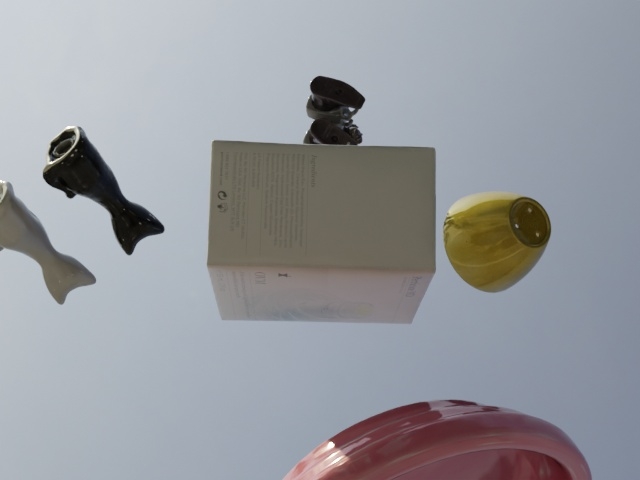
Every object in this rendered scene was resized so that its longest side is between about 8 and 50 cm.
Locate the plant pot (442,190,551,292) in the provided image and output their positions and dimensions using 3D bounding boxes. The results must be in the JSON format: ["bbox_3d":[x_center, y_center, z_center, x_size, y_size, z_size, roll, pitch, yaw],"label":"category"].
[{"bbox_3d":[0.238,-0.009,1.339,0.134,0.134,0.095,57,-32,-2],"label":"plant pot"}]

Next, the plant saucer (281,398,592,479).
[{"bbox_3d":[0.076,0.254,0.929,0.332,0.332,0.084,-63,-143,32],"label":"plant saucer"}]

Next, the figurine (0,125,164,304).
[{"bbox_3d":[-0.367,-0.024,1.532,0.215,0.092,0.209,-37,-56,3],"label":"figurine"}]

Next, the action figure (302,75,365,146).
[{"bbox_3d":[-0.001,-0.118,1.519,0.099,0.185,0.285,21,-20,-2],"label":"action figure"}]

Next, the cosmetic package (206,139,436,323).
[{"bbox_3d":[0.000,0.000,1.111,0.224,0.224,0.138,0,-108,-1],"label":"cosmetic package"}]
